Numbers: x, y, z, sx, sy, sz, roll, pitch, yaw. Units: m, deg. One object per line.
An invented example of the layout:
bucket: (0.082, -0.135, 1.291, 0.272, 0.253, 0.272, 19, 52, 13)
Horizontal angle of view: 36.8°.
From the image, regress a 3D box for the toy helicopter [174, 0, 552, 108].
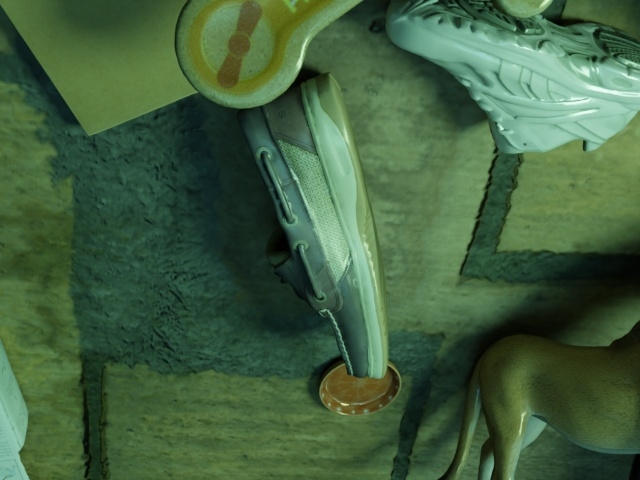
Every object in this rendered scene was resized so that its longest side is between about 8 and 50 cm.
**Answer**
toy helicopter: (0.048, -0.220, 0.588, 0.355, 0.140, 0.235, -37, 103, 7)

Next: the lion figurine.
lion figurine: (0.256, 0.146, 0.881, 0.392, 0.240, 0.142, -5, 178, 32)

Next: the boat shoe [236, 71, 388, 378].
boat shoe: (0.000, 0.000, 0.794, 0.092, 0.103, 0.285, -9, 126, 6)

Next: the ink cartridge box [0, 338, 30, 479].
ink cartridge box: (-0.417, 0.195, 0.911, 0.275, 0.060, 0.239, -7, 130, -4)

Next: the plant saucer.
plant saucer: (0.039, 0.144, 0.968, 0.084, 0.013, 0.083, -4, 130, -5)

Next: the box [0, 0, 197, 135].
box: (-0.141, -0.182, 0.671, 0.164, 0.021, 0.201, -21, 129, 8)

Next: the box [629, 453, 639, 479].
box: (0.420, 0.253, 1.004, 0.103, 0.184, 0.261, -6, 130, -3)

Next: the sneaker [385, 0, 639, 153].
sneaker: (0.146, -0.116, 0.727, 0.232, 0.090, 0.115, 15, 129, -18)
